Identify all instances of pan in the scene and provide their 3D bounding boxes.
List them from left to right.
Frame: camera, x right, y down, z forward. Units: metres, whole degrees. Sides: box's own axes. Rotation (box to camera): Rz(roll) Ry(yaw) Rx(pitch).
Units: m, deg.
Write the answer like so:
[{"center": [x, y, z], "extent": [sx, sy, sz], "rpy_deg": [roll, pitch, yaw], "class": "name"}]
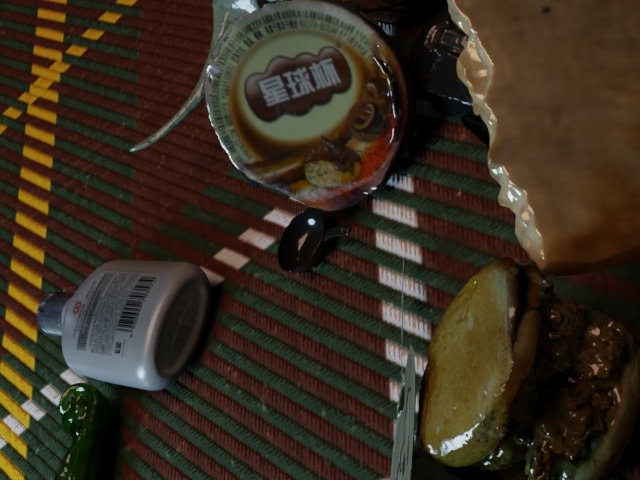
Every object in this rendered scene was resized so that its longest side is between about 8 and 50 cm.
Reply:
[{"center": [0.001, 0.000, 1.406], "extent": [0.115, 0.023, 0.068], "rpy_deg": [-10, 59, 54], "class": "pan"}]

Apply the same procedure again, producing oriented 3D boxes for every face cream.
[{"center": [-0.228, 0.089, 1.613], "extent": [0.291, 0.071, 0.144], "rpy_deg": [-1, 65, 53], "class": "face cream"}]

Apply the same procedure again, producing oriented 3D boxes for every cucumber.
[{"center": [0.160, -0.082, 1.240], "extent": [0.034, 0.033, 0.135], "rpy_deg": [-51, 35, 11], "class": "cucumber"}]

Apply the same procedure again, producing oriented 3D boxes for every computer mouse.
[{"center": [0.135, -0.169, 1.311], "extent": [0.192, 0.062, 0.106], "rpy_deg": [19, 83, 58], "class": "computer mouse"}]

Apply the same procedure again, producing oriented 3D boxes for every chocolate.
[{"center": [0.010, -0.147, 1.398], "extent": [0.221, 0.221, 0.147], "rpy_deg": [-41, 3, 30], "class": "chocolate"}]

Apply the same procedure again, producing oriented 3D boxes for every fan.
[{"center": [0.068, 0.128, 1.165], "extent": [0.329, 0.009, 0.191], "rpy_deg": [-86, 0, -50], "class": "fan"}]

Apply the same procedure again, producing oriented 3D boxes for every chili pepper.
[{"center": [-0.273, 0.277, 1.547], "extent": [0.100, 0.074, 0.257], "rpy_deg": [-15, 51, 52], "class": "chili pepper"}]

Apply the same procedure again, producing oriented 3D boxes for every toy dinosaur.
[{"center": [-0.079, -0.250, 1.636], "extent": [0.393, 0.092, 0.205], "rpy_deg": [-58, 35, 9], "class": "toy dinosaur"}]

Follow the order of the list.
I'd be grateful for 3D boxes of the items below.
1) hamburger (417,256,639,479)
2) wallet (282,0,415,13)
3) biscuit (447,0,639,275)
[{"center": [0.151, 0.094, 1.047], "extent": [0.159, 0.131, 0.185], "rpy_deg": [-41, 36, 54], "class": "hamburger"}, {"center": [0.102, -0.301, 1.428], "extent": [0.317, 0.044, 0.169], "rpy_deg": [-10, 54, 40], "class": "wallet"}, {"center": [0.204, -0.120, 1.080], "extent": [0.040, 0.204, 0.309], "rpy_deg": [97, 161, -62], "class": "biscuit"}]
